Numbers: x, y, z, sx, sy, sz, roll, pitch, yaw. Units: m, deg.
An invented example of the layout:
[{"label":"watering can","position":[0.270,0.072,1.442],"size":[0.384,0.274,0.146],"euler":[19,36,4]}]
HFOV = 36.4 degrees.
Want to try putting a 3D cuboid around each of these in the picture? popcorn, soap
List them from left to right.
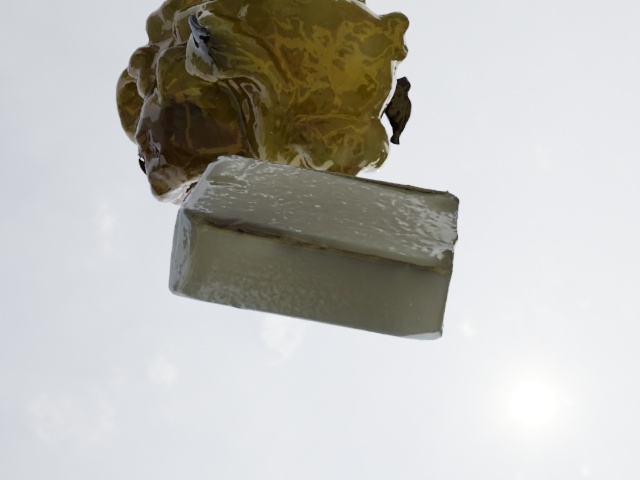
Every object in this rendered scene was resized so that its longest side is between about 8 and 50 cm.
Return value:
[{"label":"popcorn","position":[-0.062,-0.156,0.999],"size":[0.316,0.281,0.297],"euler":[-48,-119,4]},{"label":"soap","position":[0.000,0.000,0.661],"size":[0.183,0.064,0.121],"euler":[10,-151,6]}]
